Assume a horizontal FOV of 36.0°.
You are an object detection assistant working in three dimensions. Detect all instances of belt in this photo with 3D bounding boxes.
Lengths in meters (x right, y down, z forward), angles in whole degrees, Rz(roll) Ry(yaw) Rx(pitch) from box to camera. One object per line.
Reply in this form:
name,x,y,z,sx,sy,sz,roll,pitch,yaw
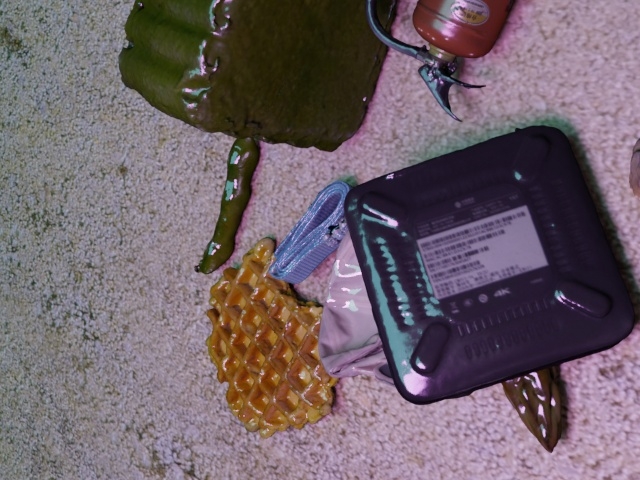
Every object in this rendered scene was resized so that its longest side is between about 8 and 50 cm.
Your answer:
belt,0.003,0.001,1.432,0.179,0.065,0.100,-50,54,16

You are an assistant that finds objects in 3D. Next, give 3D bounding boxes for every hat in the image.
hat,0.114,0.095,1.341,0.225,0.164,0.220,14,86,4

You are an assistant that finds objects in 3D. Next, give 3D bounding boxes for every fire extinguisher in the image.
fire extinguisher,0.185,-0.358,1.242,0.200,0.113,0.376,42,118,42

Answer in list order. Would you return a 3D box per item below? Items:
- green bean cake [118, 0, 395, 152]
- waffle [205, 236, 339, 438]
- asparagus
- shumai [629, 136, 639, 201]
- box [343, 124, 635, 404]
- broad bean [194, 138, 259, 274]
green bean cake,-0.077,-0.297,1.355,0.218,0.319,0.335,34,109,41
waffle,-0.078,0.158,1.534,0.281,0.058,0.301,-40,64,36
asparagus,0.238,0.122,1.219,0.080,0.080,0.287,-32,70,39
shumai,0.453,0.002,0.971,0.314,0.266,0.263,-127,19,-62
box,0.193,0.026,1.170,0.289,0.073,0.289,-17,74,6
broad bean,-0.147,-0.054,1.601,0.052,0.052,0.256,25,109,16
